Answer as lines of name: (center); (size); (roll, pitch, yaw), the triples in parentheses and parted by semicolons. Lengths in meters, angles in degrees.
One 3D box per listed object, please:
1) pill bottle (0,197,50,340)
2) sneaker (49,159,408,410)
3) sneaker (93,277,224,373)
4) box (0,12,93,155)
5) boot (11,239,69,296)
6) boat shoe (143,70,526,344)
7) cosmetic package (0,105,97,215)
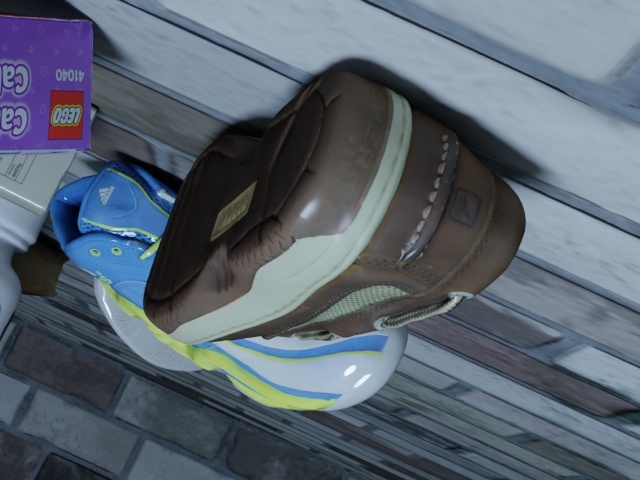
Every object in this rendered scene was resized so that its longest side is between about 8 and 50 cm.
pill bottle: (-0.314, 0.064, 0.947); (0.161, 0.283, 0.161); (24, 169, 5)
sneaker: (-0.069, 0.021, 0.741); (0.240, 0.091, 0.126); (15, 164, 42)
sneaker: (-0.105, 0.057, 1.034); (0.212, 0.080, 0.094); (34, 177, -43)
box: (-0.265, -0.069, 0.528); (0.293, 0.057, 0.201); (7, -171, 33)
boot: (-0.353, 0.018, 1.297); (0.115, 0.112, 0.305); (21, 171, -39)
boat shoe: (-0.002, 0.008, 0.545); (0.095, 0.095, 0.257); (22, 169, -16)
cosmetic package: (-0.176, -0.063, 0.662); (0.115, 0.060, 0.041); (29, 169, -12)
